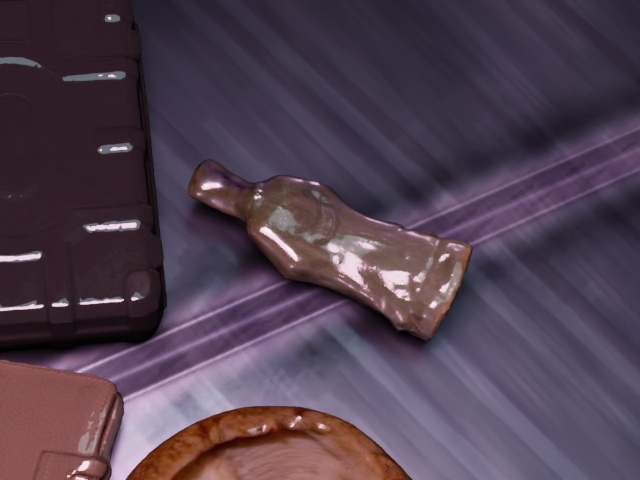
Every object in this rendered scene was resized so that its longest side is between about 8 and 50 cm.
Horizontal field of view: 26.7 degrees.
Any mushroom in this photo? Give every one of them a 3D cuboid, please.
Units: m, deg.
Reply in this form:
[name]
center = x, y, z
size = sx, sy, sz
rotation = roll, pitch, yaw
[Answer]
[mushroom]
center = -0.031, 0.224, 0.834
size = 0.267, 0.254, 0.267
rotation = -8, 45, 8

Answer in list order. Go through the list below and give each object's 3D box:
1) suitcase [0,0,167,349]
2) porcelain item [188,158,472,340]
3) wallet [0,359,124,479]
[suitcase]
center = -0.226, -0.055, 0.996
size = 0.206, 0.066, 0.285
rotation = -4, 63, -11
[porcelain item]
center = 0.000, 0.000, 1.007
size = 0.216, 0.069, 0.081
rotation = 23, 75, 2
[wallet]
center = -0.203, 0.158, 0.916
size = 0.118, 0.038, 0.152
rotation = 10, 60, 12
